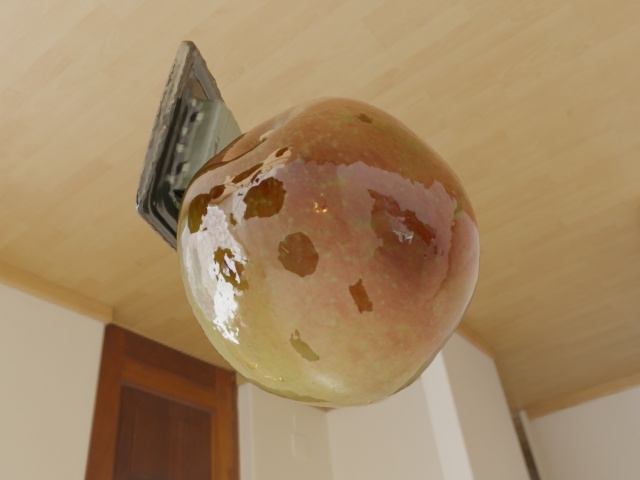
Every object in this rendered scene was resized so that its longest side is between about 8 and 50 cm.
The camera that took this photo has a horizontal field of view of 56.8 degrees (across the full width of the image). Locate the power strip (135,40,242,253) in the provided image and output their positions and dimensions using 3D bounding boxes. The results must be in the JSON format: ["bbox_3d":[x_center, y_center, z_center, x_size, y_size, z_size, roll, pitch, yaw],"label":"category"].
[{"bbox_3d":[-0.150,-0.097,0.825,0.092,0.256,0.251,2,156,18],"label":"power strip"}]

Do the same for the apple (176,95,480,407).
[{"bbox_3d":[0.000,0.000,0.629,0.319,0.319,0.277,-33,111,30],"label":"apple"}]
